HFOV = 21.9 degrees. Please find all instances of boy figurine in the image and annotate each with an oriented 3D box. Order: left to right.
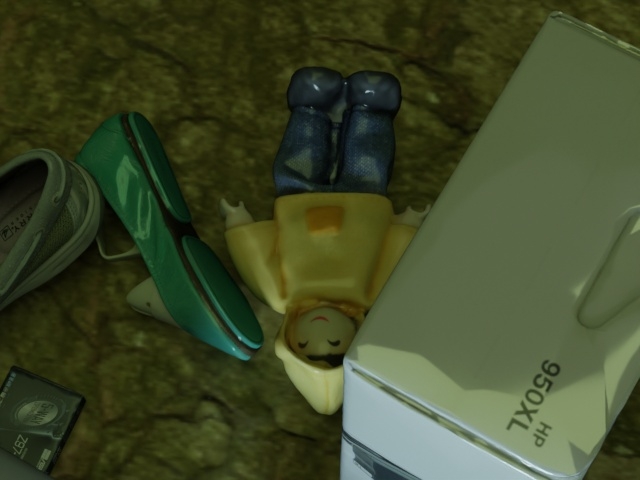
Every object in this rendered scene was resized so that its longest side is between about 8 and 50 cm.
[{"bbox_3d":[0.000,0.000,1.369,0.177,0.092,0.285,7,67,0],"label":"boy figurine"}]

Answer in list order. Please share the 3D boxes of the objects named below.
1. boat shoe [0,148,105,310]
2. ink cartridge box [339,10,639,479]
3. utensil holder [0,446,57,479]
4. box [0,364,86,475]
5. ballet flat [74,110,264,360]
[{"bbox_3d":[-0.316,0.044,1.330,0.320,0.103,0.118,-39,74,2],"label":"boat shoe"},{"bbox_3d":[0.148,0.063,1.180,0.166,0.395,0.285,28,72,10],"label":"ink cartridge box"},{"bbox_3d":[-0.349,0.257,1.154,0.385,0.327,0.327,27,72,12],"label":"utensil holder"},{"bbox_3d":[-0.240,0.153,1.351,0.067,0.018,0.083,23,71,9],"label":"box"},{"bbox_3d":[-0.134,0.010,1.381,0.087,0.083,0.247,-34,71,14],"label":"ballet flat"}]
